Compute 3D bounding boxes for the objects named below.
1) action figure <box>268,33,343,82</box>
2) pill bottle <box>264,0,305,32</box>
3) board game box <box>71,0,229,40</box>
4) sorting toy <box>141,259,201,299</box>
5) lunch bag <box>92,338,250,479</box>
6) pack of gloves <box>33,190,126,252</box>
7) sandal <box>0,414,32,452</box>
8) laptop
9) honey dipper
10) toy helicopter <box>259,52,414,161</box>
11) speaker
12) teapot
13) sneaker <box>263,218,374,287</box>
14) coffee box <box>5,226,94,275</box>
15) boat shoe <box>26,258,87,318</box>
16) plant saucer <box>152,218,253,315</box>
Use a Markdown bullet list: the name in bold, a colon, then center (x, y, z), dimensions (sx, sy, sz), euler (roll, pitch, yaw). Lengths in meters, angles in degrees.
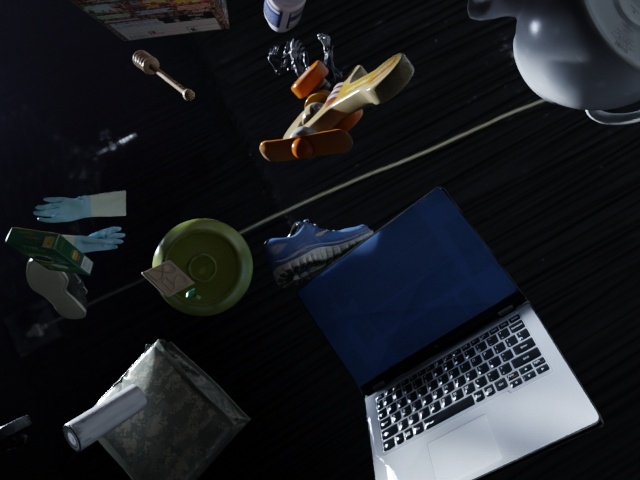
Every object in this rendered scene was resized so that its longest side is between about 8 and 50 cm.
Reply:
- **action figure**: center (-0.037, -0.575, 1.480), dimensions (0.276, 0.164, 0.141), euler (27, 129, 34)
- **pill bottle**: center (-0.088, -0.568, 1.127), dimensions (0.094, 0.094, 0.169), euler (62, 172, -8)
- **board game box**: center (-0.315, -0.491, 0.852), dimensions (0.291, 0.232, 0.141), euler (-92, -5, -84)
- **sorting toy**: center (-0.222, 0.067, 0.711), dimensions (0.083, 0.012, 0.062), euler (40, -150, 13)
- **lunch bag**: center (-0.349, 0.396, 1.058), dimensions (0.287, 0.235, 0.169), euler (40, 171, 15)
- **pack of gloves**: center (-0.650, -0.034, 1.284), dimensions (0.046, 0.232, 0.195), euler (47, 133, 38)
- **sandal**: center (-0.750, 0.479, 1.124), dimensions (0.254, 0.097, 0.054), euler (-36, 81, 48)
- **laptop**: center (0.167, 0.182, 0.824), dimensions (0.236, 0.382, 0.408), euler (43, -158, -24)
- **honey dipper**: center (-0.251, -0.266, 0.760), dimensions (0.161, 0.030, 0.030), euler (39, 164, 27)
- **toy helicopter**: center (0.027, -0.235, 0.836), dimensions (0.140, 0.235, 0.355), euler (45, 160, -20)
- **speaker**: center (-0.391, 0.321, 0.858), dimensions (0.055, 0.136, 0.055), euler (14, 115, 32)
- **teapot**: center (0.392, -0.294, 0.704), dimensions (0.187, 0.253, 0.256), euler (-31, 74, 67)
- **sneaker**: center (0.000, 0.000, 1.192), dimensions (0.147, 0.330, 0.129), euler (55, 137, 23)
- **coffee box**: center (-0.621, 0.029, 1.090), dimensions (0.184, 0.113, 0.040), euler (90, -172, -67)
- **boat shoe**: center (-0.804, 0.125, 1.439), dimensions (0.335, 0.112, 0.095), euler (96, 165, -52)
- **plant saucer**: center (-0.285, 0.066, 1.135), dimensions (0.241, 0.241, 0.037), euler (62, 172, -4)
